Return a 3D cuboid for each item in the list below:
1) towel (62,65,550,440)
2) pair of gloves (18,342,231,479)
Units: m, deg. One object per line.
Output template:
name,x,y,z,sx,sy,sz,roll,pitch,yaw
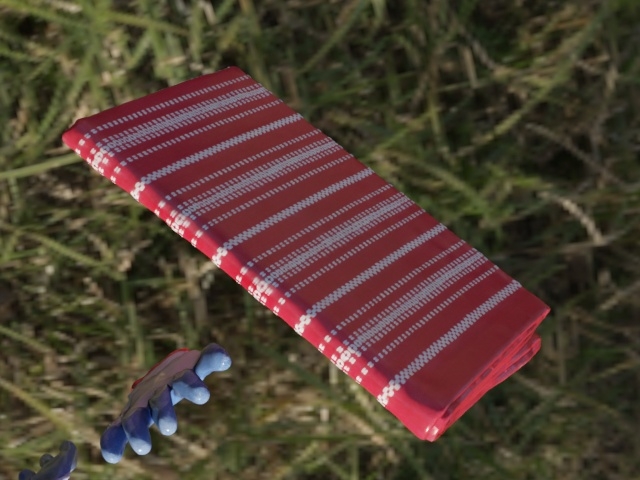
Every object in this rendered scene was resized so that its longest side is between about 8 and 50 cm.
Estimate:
towel,0.000,0.000,0.975,0.275,0.031,0.199,38,28,12
pair of gloves,-0.136,0.127,0.986,0.198,0.159,0.023,-39,96,-5
